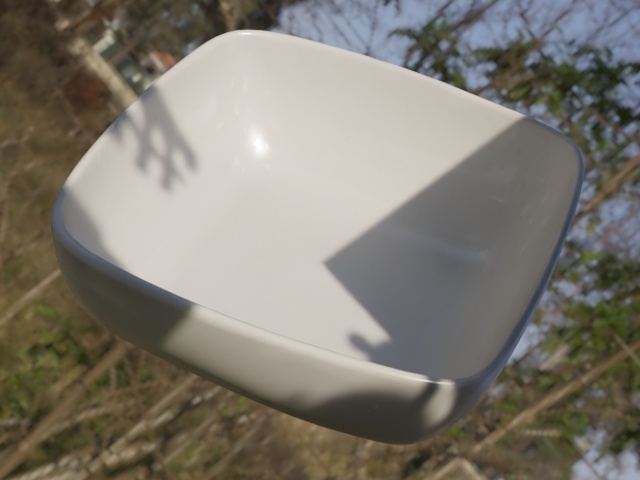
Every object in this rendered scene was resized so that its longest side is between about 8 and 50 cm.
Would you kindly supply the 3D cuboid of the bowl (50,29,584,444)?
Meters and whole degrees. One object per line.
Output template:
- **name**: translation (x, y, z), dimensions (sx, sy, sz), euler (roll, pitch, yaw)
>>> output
- **bowl**: translation (0.000, 0.000, 0.400), dimensions (0.142, 0.142, 0.053), euler (21, -49, 12)
